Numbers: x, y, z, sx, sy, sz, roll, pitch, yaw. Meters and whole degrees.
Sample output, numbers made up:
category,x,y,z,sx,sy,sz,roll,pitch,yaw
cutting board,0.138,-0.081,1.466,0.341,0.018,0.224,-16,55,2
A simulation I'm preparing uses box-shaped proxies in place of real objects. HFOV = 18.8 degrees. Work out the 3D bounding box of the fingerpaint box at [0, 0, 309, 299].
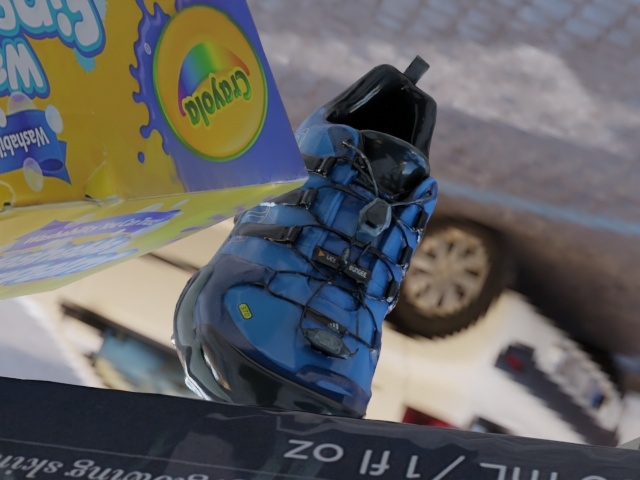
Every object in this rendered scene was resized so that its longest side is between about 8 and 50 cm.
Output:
category,x,y,z,sx,sy,sz,roll,pitch,yaw
fingerpaint box,-0.217,-0.153,0.712,0.163,0.371,0.445,-22,176,23

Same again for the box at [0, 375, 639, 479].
category,x,y,z,sx,sy,sz,roll,pitch,yaw
box,-0.106,0.299,0.633,0.479,0.472,0.297,5,126,9

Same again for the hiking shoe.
category,x,y,z,sx,sy,sz,roll,pitch,yaw
hiking shoe,0.000,0.000,1.047,0.113,0.132,0.304,28,-152,-12

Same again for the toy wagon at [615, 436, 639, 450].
category,x,y,z,sx,sy,sz,roll,pitch,yaw
toy wagon,0.287,0.219,1.542,0.344,0.267,0.068,-2,113,21
